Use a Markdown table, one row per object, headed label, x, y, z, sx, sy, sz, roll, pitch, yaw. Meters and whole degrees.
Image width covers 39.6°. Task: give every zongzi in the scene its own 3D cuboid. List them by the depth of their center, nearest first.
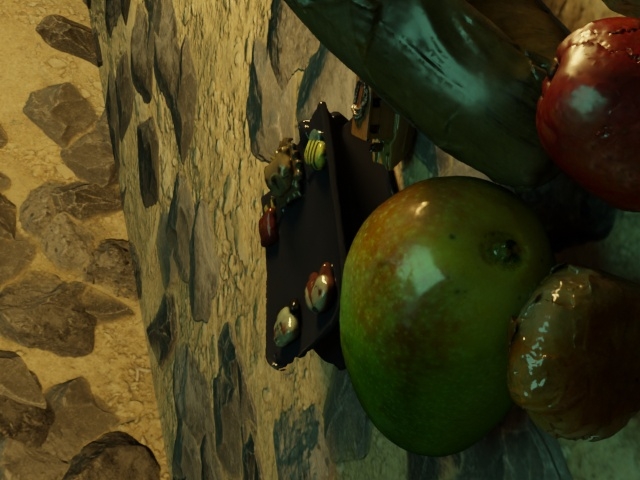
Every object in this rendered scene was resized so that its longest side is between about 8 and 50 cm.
| label | x | y | z | sx | sy | sz | roll | pitch | yaw |
| --- | --- | --- | --- | --- | --- | --- | --- | --- | --- |
| zongzi | 0.060 | -0.214 | 0.792 | 0.174 | 0.393 | 0.356 | -50 | 48 | 25 |

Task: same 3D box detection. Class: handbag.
| label | x | y | z | sx | sy | sz | roll | pitch | yaw |
| --- | --- | --- | --- | --- | --- | --- | --- | --- | --- |
| handbag | 0.000 | 0.000 | 1.250 | 0.303 | 0.122 | 0.329 | 132 | 132 | -58 |

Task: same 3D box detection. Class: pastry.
| label | x | y | z | sx | sy | sz | roll | pitch | yaw |
| --- | --- | --- | --- | --- | --- | --- | --- | --- | --- |
| pastry | 0.219 | 0.093 | 0.735 | 0.081 | 0.153 | 0.153 | 27 | 117 | 54 |

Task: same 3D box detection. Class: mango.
| label | x | y | z | sx | sy | sz | roll | pitch | yaw |
| --- | --- | --- | --- | --- | --- | --- | --- | --- | --- |
| mango | 0.118 | 0.087 | 0.906 | 0.225 | 0.201 | 0.381 | 54 | 155 | 29 |

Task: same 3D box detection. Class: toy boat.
| label | x | y | z | sx | sy | sz | roll | pitch | yaw |
| --- | --- | --- | --- | --- | --- | --- | --- | --- | --- |
| toy boat | 0.081 | -0.189 | 1.099 | 0.057 | 0.077 | 0.200 | -142 | 54 | -61 |

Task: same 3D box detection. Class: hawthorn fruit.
| label | x | y | z | sx | sy | sz | roll | pitch | yaw |
| --- | --- | --- | --- | --- | --- | --- | --- | --- | --- |
| hawthorn fruit | 0.230 | -0.100 | 0.671 | 0.148 | 0.172 | 0.148 | -157 | 90 | -89 |

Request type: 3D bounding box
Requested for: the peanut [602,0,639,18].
| label | x | y | z | sx | sy | sz | roll | pitch | yaw |
| --- | --- | --- | --- | --- | --- | --- | --- | --- | --- |
| peanut | 0.248 | -0.208 | 0.664 | 0.194 | 0.083 | 0.093 | -80 | -16 | -68 |
